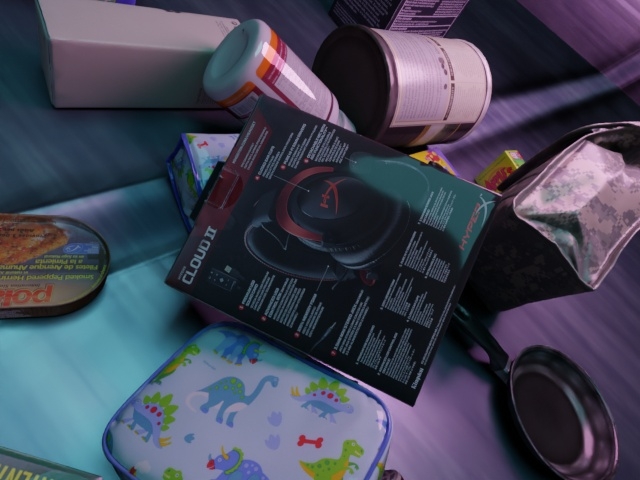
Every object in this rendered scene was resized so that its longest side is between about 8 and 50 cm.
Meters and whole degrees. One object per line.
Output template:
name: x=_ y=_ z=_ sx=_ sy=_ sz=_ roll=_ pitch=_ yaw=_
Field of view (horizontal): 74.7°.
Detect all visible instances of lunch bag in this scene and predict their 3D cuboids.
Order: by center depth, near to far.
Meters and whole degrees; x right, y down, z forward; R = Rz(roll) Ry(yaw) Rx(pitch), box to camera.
lunch bag: x=-0.055 y=0.178 z=0.372 sx=0.218 sy=0.090 sz=0.176 roll=21 pitch=45 yaw=21
lunch bag: x=-0.115 y=-0.061 z=0.553 sx=0.128 sy=0.096 sz=0.152 roll=-11 pitch=79 yaw=-37
lunch bag: x=0.362 y=-0.047 z=0.648 sx=0.287 sy=0.235 sz=0.169 roll=-40 pitch=83 yaw=-17

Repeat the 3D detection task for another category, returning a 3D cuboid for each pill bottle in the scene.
pill bottle: x=-0.050 y=-0.198 z=0.615 sx=0.221 sy=0.121 sz=0.121 roll=32 pitch=42 yaw=-44

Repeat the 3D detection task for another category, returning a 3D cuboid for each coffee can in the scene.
coffee can: x=0.147 y=-0.269 z=0.765 sx=0.275 sy=0.202 sz=0.202 roll=-14 pitch=66 yaw=-35

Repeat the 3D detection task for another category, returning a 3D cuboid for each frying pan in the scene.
frying pan: x=0.293 y=0.227 z=0.604 sx=0.325 sy=0.053 sz=0.198 roll=24 pitch=50 yaw=-10

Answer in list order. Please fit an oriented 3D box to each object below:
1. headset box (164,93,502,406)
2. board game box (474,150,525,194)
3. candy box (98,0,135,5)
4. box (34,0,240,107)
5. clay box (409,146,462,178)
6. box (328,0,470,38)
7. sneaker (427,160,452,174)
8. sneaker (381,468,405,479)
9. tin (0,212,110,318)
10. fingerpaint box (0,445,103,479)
headset box: x=0.000 y=0.000 z=0.448 sx=0.292 sy=0.110 sz=0.218 roll=24 pitch=83 yaw=6
board game box: x=0.401 y=-0.082 z=0.850 sx=0.043 sy=0.092 sz=0.182 roll=-9 pitch=63 yaw=-32
candy box: x=-0.434 y=-0.533 z=0.678 sx=0.267 sy=0.122 sz=0.318 roll=5 pitch=55 yaw=-28
box: x=-0.240 y=-0.261 z=0.605 sx=0.274 sy=0.113 sz=0.094 roll=-11 pitch=64 yaw=-36
clay box: x=0.170 y=-0.087 z=0.750 sx=0.221 sy=0.053 sz=0.128 roll=-23 pitch=73 yaw=-39
box: x=0.226 y=-0.616 z=0.988 sx=0.296 sy=0.294 sz=0.183 roll=-25 pitch=73 yaw=-39
sneaker: x=0.149 y=-0.050 z=0.632 sx=0.106 sy=0.078 sz=0.234 roll=46 pitch=47 yaw=-1
sneaker: x=0.011 y=0.246 z=0.423 sx=0.170 sy=0.063 sz=0.075 roll=0 pitch=65 yaw=-24
tin: x=-0.314 y=0.026 z=0.415 sx=0.189 sy=0.040 sz=0.106 roll=2 pitch=54 yaw=-28
fingerpaint box: x=-0.389 y=0.227 z=0.147 sx=0.444 sy=0.163 sz=0.372 roll=25 pitch=49 yaw=-11
